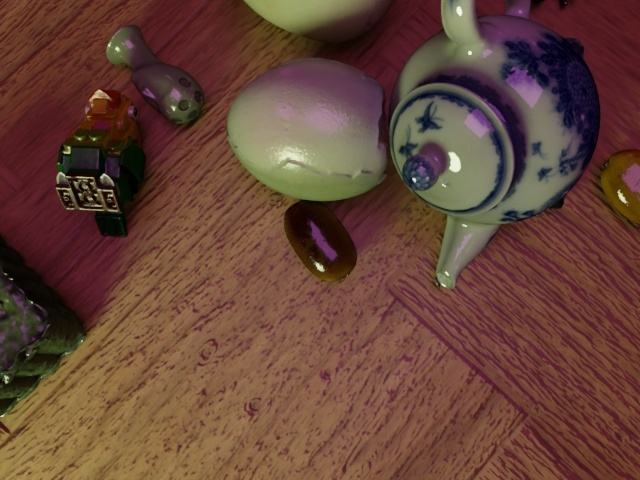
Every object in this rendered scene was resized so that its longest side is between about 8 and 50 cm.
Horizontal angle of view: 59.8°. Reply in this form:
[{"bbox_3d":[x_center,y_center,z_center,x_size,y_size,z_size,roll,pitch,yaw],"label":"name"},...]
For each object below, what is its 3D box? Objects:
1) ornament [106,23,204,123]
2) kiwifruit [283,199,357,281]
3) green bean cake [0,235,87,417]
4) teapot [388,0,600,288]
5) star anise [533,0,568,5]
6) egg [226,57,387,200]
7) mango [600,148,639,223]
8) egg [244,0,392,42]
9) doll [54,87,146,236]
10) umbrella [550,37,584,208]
[{"bbox_3d":[-0.237,-0.233,0.804,0.156,0.075,0.081,46,43,8],"label":"ornament"},{"bbox_3d":[0.000,0.000,0.759,0.075,0.075,0.124,-37,77,-4],"label":"kiwifruit"},{"bbox_3d":[-0.482,0.115,0.726,0.255,0.132,0.241,40,83,9],"label":"green bean cake"},{"bbox_3d":[0.185,-0.131,0.666,0.252,0.424,0.280,23,43,35],"label":"teapot"},{"bbox_3d":[0.330,-0.425,0.828,0.167,0.057,0.168,0,81,1],"label":"star anise"},{"bbox_3d":[-0.020,-0.142,0.729,0.217,0.183,0.183,1,80,9],"label":"egg"},{"bbox_3d":[0.436,-0.072,0.763,0.080,0.060,0.114,-36,85,-1],"label":"mango"},{"bbox_3d":[-0.006,-0.392,0.785,0.264,0.174,0.286,-32,57,-4],"label":"egg"},{"bbox_3d":[-0.294,-0.114,0.767,0.106,0.134,0.187,2,74,4],"label":"doll"},{"bbox_3d":[0.334,-0.168,0.786,0.053,0.052,0.251,10,80,3],"label":"umbrella"}]
